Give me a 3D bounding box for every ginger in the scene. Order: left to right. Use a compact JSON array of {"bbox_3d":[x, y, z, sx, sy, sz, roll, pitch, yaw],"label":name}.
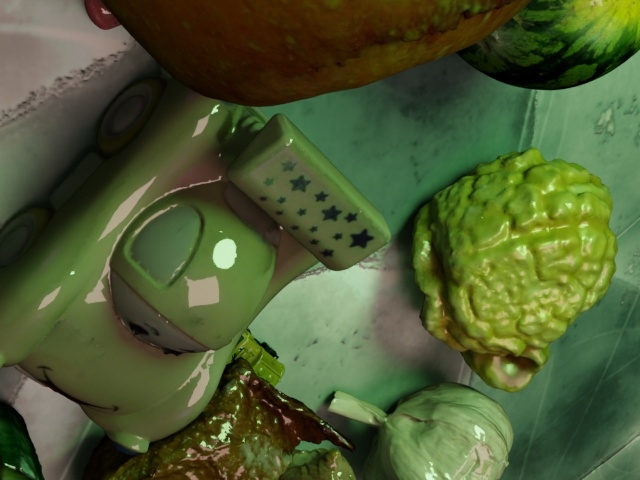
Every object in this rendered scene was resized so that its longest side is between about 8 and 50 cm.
[{"bbox_3d":[0.035,0.292,1.149,0.084,0.290,0.122,-21,125,-57],"label":"ginger"}]

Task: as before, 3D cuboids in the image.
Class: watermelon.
[{"bbox_3d":[0.219,-0.281,0.968,0.268,0.269,0.269,-15,121,-25],"label":"watermelon"}]

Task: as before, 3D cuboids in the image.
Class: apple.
[{"bbox_3d":[-0.008,-0.288,0.741,0.374,0.383,0.375,7,82,-51],"label":"apple"}]

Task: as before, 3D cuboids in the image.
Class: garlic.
[{"bbox_3d":[0.107,0.241,1.240,0.212,0.218,0.219,39,91,-5],"label":"garlic"}]

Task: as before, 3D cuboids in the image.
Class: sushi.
[{"bbox_3d":[-0.126,0.240,1.071,0.296,0.167,0.179,-34,115,-5],"label":"sushi"}]

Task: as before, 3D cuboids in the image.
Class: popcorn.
[{"bbox_3d":[0.206,0.029,1.182,0.225,0.174,0.286,18,115,-22],"label":"popcorn"}]

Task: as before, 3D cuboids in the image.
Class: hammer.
[{"bbox_3d":[-0.166,-0.214,0.895,0.083,0.043,0.043,-30,127,-16],"label":"hammer"}]

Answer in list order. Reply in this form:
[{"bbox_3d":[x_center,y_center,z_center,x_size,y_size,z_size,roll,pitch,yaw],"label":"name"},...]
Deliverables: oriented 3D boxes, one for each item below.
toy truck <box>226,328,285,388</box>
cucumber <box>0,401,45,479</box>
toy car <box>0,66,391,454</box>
[{"bbox_3d":[-0.081,0.127,1.120,0.049,0.054,0.083,-47,129,-2],"label":"toy truck"},{"bbox_3d":[-0.355,0.264,0.986,0.191,0.130,0.191,-10,114,-22],"label":"cucumber"},{"bbox_3d":[-0.132,0.031,0.927,0.336,0.226,0.242,-49,130,-2],"label":"toy car"}]
